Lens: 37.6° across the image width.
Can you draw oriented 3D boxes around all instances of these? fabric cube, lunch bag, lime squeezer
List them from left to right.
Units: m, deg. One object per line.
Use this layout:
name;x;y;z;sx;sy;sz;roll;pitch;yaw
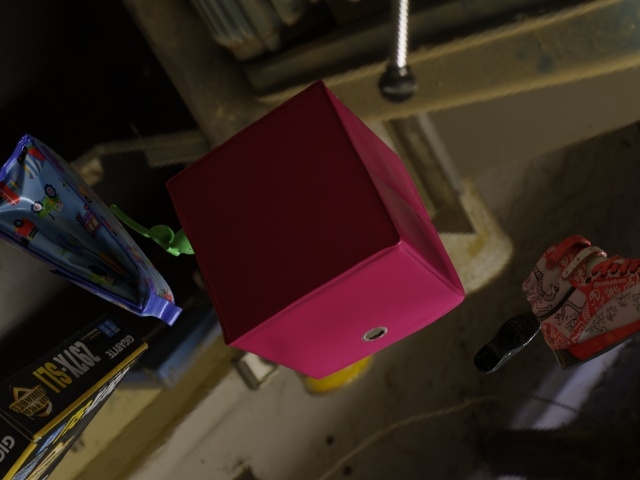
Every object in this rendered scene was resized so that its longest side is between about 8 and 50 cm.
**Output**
lunch bag;-0.308;0.013;1.301;0.138;0.293;0.221;-52;178;-7
lime squeezer;-0.252;-0.028;1.604;0.310;0.110;0.059;-7;174;31
fabric cube;0.000;0.000;1.235;0.254;0.258;0.259;-30;-117;13

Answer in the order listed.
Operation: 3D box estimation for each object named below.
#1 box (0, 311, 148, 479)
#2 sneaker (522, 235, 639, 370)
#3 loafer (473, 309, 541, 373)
box;-0.349;0.237;1.092;0.257;0.079;0.322;-53;179;14
sneaker;0.349;0.047;1.132;0.090;0.145;0.270;-16;162;-33
loafer;0.381;0.205;1.906;0.170;0.062;0.061;-39;158;5
